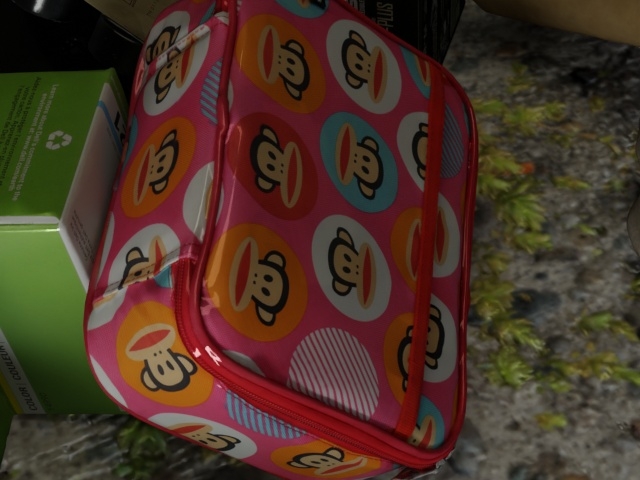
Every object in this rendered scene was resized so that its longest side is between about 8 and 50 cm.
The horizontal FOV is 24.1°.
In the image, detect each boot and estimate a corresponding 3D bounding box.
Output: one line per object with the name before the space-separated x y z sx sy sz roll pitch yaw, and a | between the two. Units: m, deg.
boot | 0.207 -0.161 1.063 0.269 0.089 0.236 22 27 39

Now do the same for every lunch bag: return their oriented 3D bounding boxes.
lunch bag | 0.000 0.000 0.915 0.120 0.258 0.293 -23 49 41

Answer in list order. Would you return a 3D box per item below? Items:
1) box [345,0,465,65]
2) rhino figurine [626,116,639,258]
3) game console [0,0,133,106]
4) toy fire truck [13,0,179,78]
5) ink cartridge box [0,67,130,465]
box | 0.056 -0.206 1.110 0.078 0.180 0.147 11 51 14
rhino figurine | 0.258 -0.016 0.999 0.106 0.073 0.243 11 48 5
game console | -0.316 -0.108 1.145 0.342 0.060 0.386 -24 50 -9
toy fire truck | -0.076 -0.219 1.140 0.217 0.158 0.246 35 25 14
ink cartridge box | -0.167 0.053 0.890 0.097 0.188 0.255 -2 49 11
